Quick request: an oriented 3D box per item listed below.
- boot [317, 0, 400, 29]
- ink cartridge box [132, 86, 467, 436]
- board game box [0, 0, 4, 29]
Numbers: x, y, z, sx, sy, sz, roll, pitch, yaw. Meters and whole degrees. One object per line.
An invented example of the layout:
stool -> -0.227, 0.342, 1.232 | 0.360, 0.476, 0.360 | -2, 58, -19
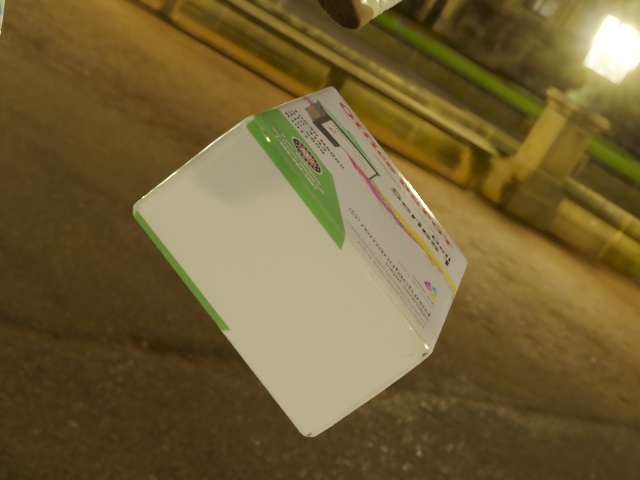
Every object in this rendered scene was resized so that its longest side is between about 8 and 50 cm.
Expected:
boot -> 0.034, -0.244, 0.681 | 0.213, 0.165, 0.077 | 63, -13, -17
ink cartridge box -> 0.000, 0.000, 0.969 | 0.201, 0.117, 0.278 | 52, 16, -2
board game box -> -0.405, -0.286, 1.168 | 0.098, 0.303, 0.224 | -3, -12, 42
